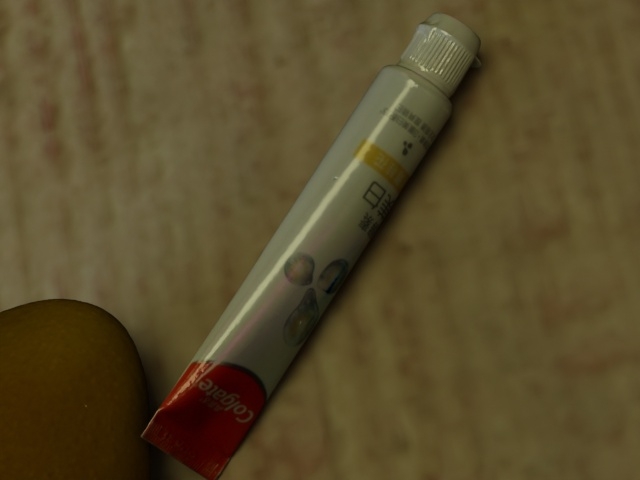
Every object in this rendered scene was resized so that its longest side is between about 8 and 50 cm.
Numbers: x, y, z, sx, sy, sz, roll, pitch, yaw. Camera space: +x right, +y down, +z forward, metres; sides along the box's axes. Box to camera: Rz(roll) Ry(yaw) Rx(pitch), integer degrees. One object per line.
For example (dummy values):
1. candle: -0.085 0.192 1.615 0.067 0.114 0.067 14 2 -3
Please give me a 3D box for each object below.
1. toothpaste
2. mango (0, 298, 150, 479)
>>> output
1. toothpaste: 0.000 0.000 0.729 0.031 0.048 0.190 26 80 38
2. mango: -0.120 0.136 0.691 0.138 0.113 0.253 15 66 13
